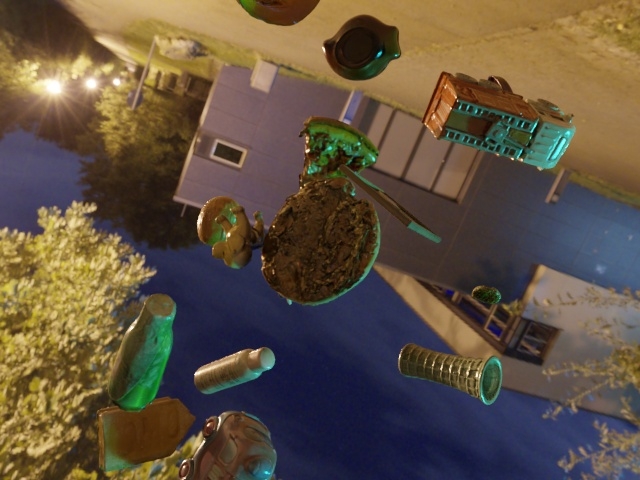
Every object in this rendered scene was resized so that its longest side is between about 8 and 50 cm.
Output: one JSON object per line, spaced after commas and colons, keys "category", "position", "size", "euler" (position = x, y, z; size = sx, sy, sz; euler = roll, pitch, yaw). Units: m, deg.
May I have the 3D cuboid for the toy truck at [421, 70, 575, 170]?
{"category": "toy truck", "position": [0.499, -0.320, 1.386], "size": [0.388, 0.173, 0.206], "euler": [13, -148, -9]}

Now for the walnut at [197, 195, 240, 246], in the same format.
{"category": "walnut", "position": [-0.372, -0.068, 1.864], "size": [0.165, 0.196, 0.165], "euler": [7, -176, 0]}

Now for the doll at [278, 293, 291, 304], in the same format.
{"category": "doll", "position": [-0.133, 0.222, 2.098], "size": [0.058, 0.098, 0.143], "euler": [9, -179, 29]}

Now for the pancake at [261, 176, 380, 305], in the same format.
{"category": "pancake", "position": [-0.001, -0.001, 1.384], "size": [0.382, 0.382, 0.071], "euler": [30, -179, 37]}

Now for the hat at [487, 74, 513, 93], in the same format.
{"category": "hat", "position": [0.644, -0.501, 1.825], "size": [0.205, 0.089, 0.205], "euler": [-23, -90, -82]}

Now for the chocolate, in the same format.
{"category": "chocolate", "position": [-0.334, 0.210, 0.953], "size": [0.110, 0.291, 0.110], "euler": [18, -141, -15]}

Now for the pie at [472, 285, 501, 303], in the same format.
{"category": "pie", "position": [0.498, 0.164, 1.502], "size": [0.085, 0.084, 0.019], "euler": [22, -126, -1]}

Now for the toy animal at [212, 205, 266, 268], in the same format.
{"category": "toy animal", "position": [-0.236, -0.007, 1.476], "size": [0.168, 0.121, 0.233], "euler": [67, -161, 1]}

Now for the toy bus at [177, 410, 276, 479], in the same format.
{"category": "toy bus", "position": [-0.245, 0.657, 1.432], "size": [0.197, 0.294, 0.232], "euler": [40, 164, -34]}

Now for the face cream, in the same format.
{"category": "face cream", "position": [-0.225, 0.341, 1.320], "size": [0.082, 0.269, 0.081], "euler": [29, -131, -38]}

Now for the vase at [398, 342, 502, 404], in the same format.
{"category": "vase", "position": [0.395, 0.402, 1.564], "size": [0.299, 0.143, 0.143], "euler": [4, 175, 44]}

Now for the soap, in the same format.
{"category": "soap", "position": [-0.490, 0.540, 1.424], "size": [0.258, 0.160, 0.080], "euler": [-1, 171, -35]}

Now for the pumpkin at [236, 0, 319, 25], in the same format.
{"category": "pumpkin", "position": [-0.163, -0.696, 1.394], "size": [0.279, 0.111, 0.163], "euler": [-5, -129, -37]}

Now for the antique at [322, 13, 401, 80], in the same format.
{"category": "antique", "position": [0.146, -0.690, 1.795], "size": [0.279, 0.223, 0.129], "euler": [1, -161, 15]}

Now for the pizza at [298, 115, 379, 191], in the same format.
{"category": "pizza", "position": [0.010, -0.253, 1.510], "size": [0.251, 0.288, 0.074], "euler": [47, -172, -34]}

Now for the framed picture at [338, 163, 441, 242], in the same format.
{"category": "framed picture", "position": [0.149, -0.070, 1.016], "size": [0.184, 0.016, 0.250], "euler": [43, -168, 23]}
